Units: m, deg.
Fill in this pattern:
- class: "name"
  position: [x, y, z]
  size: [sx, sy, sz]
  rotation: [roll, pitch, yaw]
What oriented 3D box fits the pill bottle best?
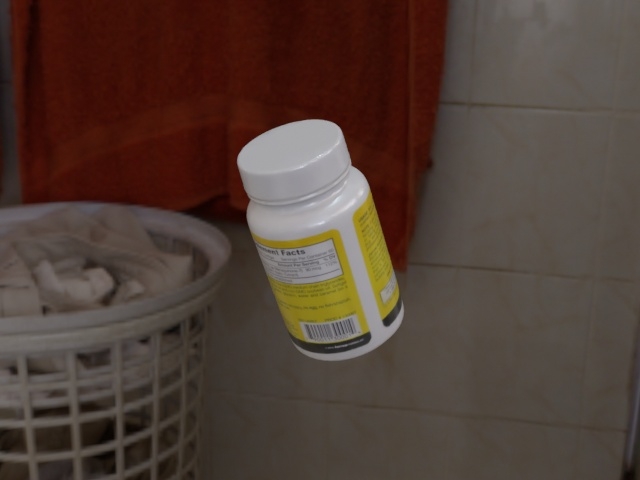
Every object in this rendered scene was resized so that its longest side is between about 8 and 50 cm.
- class: "pill bottle"
  position: [0.000, 0.000, 0.884]
  size: [0.119, 0.208, 0.119]
  rotation: [-13, 30, 8]
